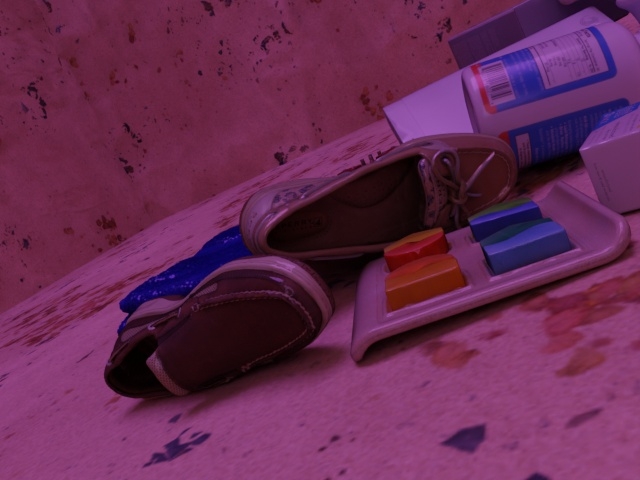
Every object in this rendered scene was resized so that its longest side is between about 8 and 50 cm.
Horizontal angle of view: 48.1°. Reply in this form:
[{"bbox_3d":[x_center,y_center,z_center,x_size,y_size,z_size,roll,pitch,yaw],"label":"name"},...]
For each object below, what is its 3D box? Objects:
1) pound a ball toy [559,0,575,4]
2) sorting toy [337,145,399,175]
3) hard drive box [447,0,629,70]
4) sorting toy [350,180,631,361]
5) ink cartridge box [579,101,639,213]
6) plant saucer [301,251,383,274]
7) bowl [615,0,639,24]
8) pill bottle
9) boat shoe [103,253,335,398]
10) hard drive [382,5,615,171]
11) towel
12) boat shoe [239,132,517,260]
[{"bbox_3d":[0.470,-0.434,1.000,0.319,0.136,0.208,-24,7,0],"label":"pound a ball toy"},{"bbox_3d":[0.109,-0.135,1.305,0.274,0.046,0.132,-33,12,-36],"label":"sorting toy"},{"bbox_3d":[0.343,-0.344,1.159,0.181,0.089,0.232,-28,11,-12],"label":"hard drive box"},{"bbox_3d":[0.115,0.011,0.569,0.208,0.038,0.193,-25,10,9],"label":"sorting toy"},{"bbox_3d":[0.299,-0.085,0.529,0.181,0.061,0.104,-18,14,36],"label":"ink cartridge box"},{"bbox_3d":[0.000,0.000,0.792,0.168,0.029,0.168,-2,22,1],"label":"plant saucer"},{"bbox_3d":[0.507,-0.282,0.811,0.298,0.134,0.298,-26,11,5],"label":"bowl"},{"bbox_3d":[0.272,-0.157,0.763,0.221,0.124,0.124,-15,12,10],"label":"pill bottle"},{"bbox_3d":[-0.094,0.089,0.591,0.257,0.095,0.095,-24,22,45],"label":"boat shoe"},{"bbox_3d":[0.250,-0.174,0.903,0.307,0.040,0.203,-26,42,5],"label":"hard drive"},{"bbox_3d":[-0.110,0.028,0.934,0.227,0.076,0.308,-23,11,21],"label":"towel"},{"bbox_3d":[0.069,-0.032,0.678,0.285,0.104,0.089,-18,13,-11],"label":"boat shoe"}]
